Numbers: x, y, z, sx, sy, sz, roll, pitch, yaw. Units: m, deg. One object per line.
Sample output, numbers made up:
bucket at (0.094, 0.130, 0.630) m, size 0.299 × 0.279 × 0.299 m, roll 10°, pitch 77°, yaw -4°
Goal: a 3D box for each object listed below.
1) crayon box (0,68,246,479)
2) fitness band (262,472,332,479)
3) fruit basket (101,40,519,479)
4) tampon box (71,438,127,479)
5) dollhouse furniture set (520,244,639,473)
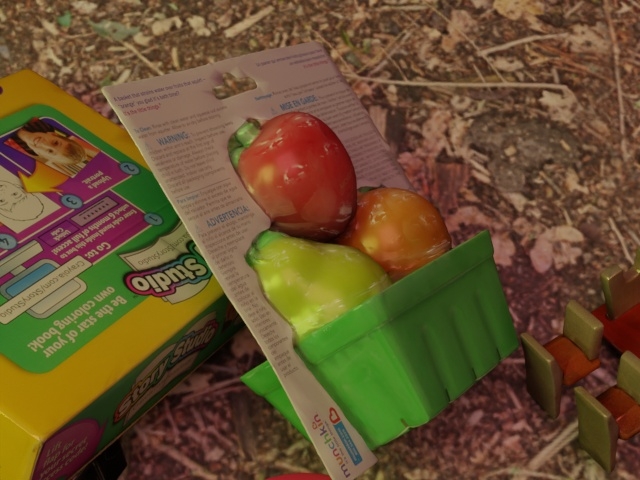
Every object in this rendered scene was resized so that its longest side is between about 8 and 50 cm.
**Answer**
crayon box at (-0.248, 0.021, 1.028) m, size 0.313 × 0.106 × 0.363 m, roll 33°, pitch 35°, yaw 12°
fitness band at (-0.024, 0.307, 0.973) m, size 0.209 × 0.054 × 0.291 m, roll 16°, pitch 43°, yaw 19°
fruit basket at (0.000, 0.000, 1.051) m, size 0.353 × 0.165 × 0.327 m, roll 53°, pitch 34°, yaw 7°
tampon box at (-0.262, 0.174, 1.040) m, size 0.161 × 0.120 × 0.101 m, roll 29°, pitch 67°, yaw 11°
dollhouse furniture set at (0.350, 0.123, 1.089) m, size 0.262 × 0.135 × 0.259 m, roll -31°, pitch 48°, yaw -15°
